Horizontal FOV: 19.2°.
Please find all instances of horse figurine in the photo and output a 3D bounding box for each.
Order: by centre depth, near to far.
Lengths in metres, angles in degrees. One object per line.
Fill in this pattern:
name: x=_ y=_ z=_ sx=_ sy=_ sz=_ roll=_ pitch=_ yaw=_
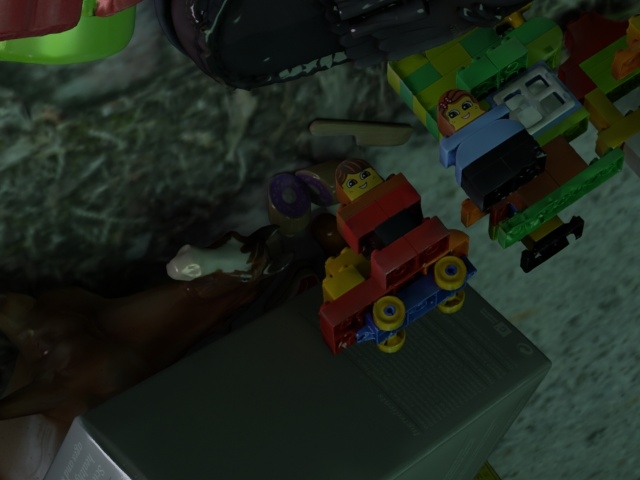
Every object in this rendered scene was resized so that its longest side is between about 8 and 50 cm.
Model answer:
horse figurine: x=-0.135 y=0.097 z=0.824 sx=0.174 sy=0.066 sz=0.263 roll=-7 pitch=130 yaw=-46

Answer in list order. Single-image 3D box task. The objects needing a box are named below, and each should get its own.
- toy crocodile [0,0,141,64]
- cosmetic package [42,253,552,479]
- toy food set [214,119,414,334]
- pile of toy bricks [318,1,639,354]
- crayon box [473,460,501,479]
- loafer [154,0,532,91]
toy crocodile: x=-0.101 y=-0.094 z=0.539 sx=0.340 sy=0.105 sz=0.115 roll=-30 pitch=135 yaw=-56
cosmetic package: x=-0.016 y=0.102 z=0.825 sx=0.238 sy=0.107 sz=0.127 roll=-23 pitch=151 yaw=-48
toy food set: x=0.000 y=0.000 z=0.865 sx=0.078 sy=0.019 sz=0.122 roll=1 pitch=130 yaw=-36
pile of toy bricks: x=0.070 y=-0.053 z=0.797 sx=0.212 sy=0.105 sz=0.118 roll=-33 pitch=158 yaw=-13
crayon box: x=0.057 y=0.243 z=0.919 sx=0.202 sy=0.318 sz=0.081 roll=-5 pitch=133 yaw=-31
loafer: x=0.081 y=-0.142 z=0.714 sx=0.302 sy=0.095 sz=0.109 roll=-32 pitch=142 yaw=-4
